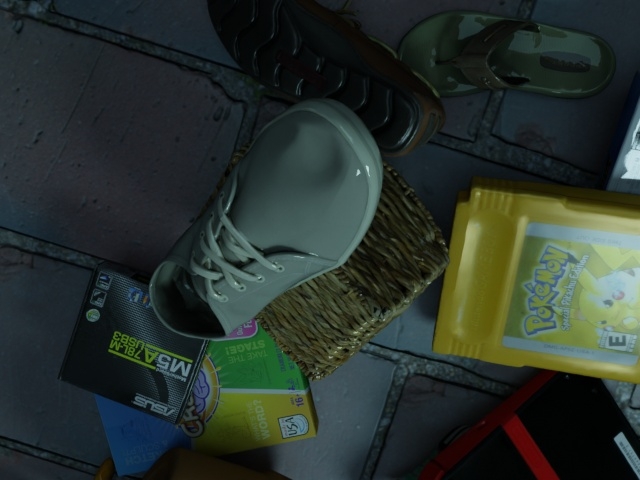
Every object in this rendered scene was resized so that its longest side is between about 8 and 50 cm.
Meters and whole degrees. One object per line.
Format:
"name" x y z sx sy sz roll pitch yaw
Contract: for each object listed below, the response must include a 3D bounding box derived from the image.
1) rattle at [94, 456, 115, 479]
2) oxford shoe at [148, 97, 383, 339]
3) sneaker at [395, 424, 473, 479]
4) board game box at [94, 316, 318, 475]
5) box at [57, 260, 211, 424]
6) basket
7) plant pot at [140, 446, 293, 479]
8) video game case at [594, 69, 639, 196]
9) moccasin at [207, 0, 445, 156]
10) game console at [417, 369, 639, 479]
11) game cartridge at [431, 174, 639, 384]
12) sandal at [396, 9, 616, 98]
"rattle" -0.421 0.403 1.227 0.199 0.130 0.143 9 115 28
"oxford shoe" -0.079 0.003 0.910 0.169 0.130 0.449 52 139 3
"sneaker" 0.177 0.388 1.190 0.223 0.083 0.098 -40 105 -3
"board game box" -0.183 0.208 1.198 0.316 0.064 0.242 -13 99 5
"box" -0.260 0.148 1.135 0.190 0.045 0.184 22 98 0
"basket" 0.000 0.000 1.098 0.299 0.213 0.223 46 141 7
"plant pot" -0.173 0.428 1.109 0.203 0.291 0.291 37 100 -13
"video game case" 0.492 -0.068 1.021 0.244 0.061 0.270 11 123 5
"moccasin" 0.006 -0.257 1.069 0.380 0.147 0.139 32 117 16
"game console" 0.356 0.412 1.169 0.342 0.060 0.387 -36 98 -15
"game cartridge" 0.329 0.061 1.068 0.323 0.053 0.285 7 123 6
"sandal" 0.254 -0.255 1.077 0.302 0.086 0.120 3 100 6
